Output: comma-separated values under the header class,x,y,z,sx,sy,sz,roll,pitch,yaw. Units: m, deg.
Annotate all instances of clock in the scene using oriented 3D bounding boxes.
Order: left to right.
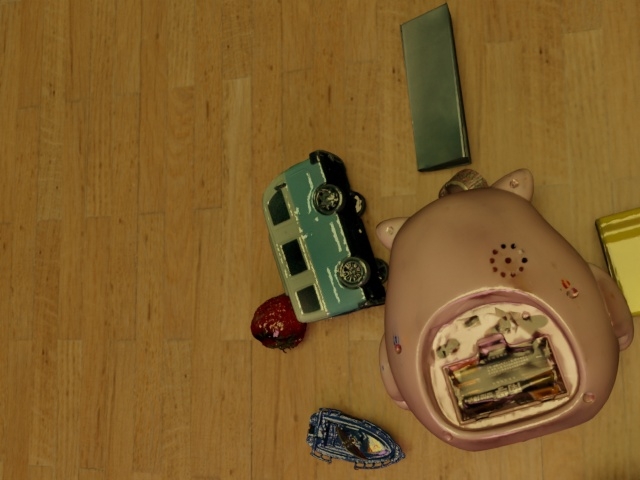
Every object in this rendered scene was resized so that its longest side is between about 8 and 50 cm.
class,x,y,z,sx,sy,sz,roll,pitch,yaw
clock,0.244,0.105,1.010,0.368,0.250,0.377,-21,78,18

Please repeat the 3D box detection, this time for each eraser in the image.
class,x,y,z,sx,sy,sz,roll,pitch,yaw
eraser,0.533,0.017,1.015,0.226,0.069,0.158,-16,81,17

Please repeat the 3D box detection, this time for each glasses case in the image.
class,x,y,z,sx,sy,sz,roll,pitch,yaw
glasses case,0.202,-0.255,1.178,0.105,0.056,0.266,-13,79,42

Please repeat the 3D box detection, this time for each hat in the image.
class,x,y,z,sx,sy,sz,roll,pitch,yaw
hat,0.236,-0.080,1.151,0.087,0.042,0.058,-28,72,-21

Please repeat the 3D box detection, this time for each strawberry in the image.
class,x,y,z,sx,sy,sz,roll,pitch,yaw
strawberry,-0.072,0.139,1.206,0.106,0.106,0.106,-2,83,19

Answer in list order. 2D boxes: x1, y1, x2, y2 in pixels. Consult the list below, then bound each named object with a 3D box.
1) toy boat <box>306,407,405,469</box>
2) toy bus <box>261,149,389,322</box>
class,x,y,z,sx,sy,sz,roll,pitch,yaw
toy boat,0.052,0.334,1.129,0.175,0.110,0.091,10,88,18
toy bus,0.000,0.000,1.173,0.164,0.133,0.271,-22,80,20
